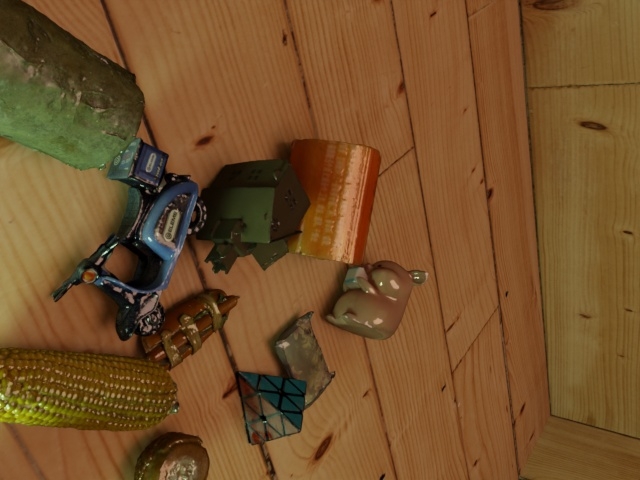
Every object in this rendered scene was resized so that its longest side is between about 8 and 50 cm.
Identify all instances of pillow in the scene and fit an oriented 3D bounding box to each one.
[{"bbox_3d":[-0.045,0.322,1.701,0.169,0.059,0.255,-39,124,-36],"label":"pillow"}]

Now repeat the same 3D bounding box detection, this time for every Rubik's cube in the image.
[{"bbox_3d":[-0.105,0.416,1.607,0.178,0.211,0.191,-24,150,-48],"label":"Rubik's cube"}]

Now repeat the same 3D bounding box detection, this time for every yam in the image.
[{"bbox_3d":[-0.441,-0.242,0.974,0.300,0.195,0.195,29,73,-52],"label":"yam"}]

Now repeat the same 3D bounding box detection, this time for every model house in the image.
[{"bbox_3d":[-0.154,-0.019,1.365,0.204,0.211,0.243,58,47,-38],"label":"model house"}]

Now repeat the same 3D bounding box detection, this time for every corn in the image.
[{"bbox_3d":[-0.422,0.265,1.134,0.387,0.143,0.144,22,79,-47],"label":"corn"}]

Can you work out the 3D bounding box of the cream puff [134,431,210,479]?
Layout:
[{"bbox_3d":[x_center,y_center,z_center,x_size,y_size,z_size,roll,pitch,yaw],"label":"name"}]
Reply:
[{"bbox_3d":[-0.314,0.476,1.327,0.165,0.115,0.150,22,71,-43],"label":"cream puff"}]

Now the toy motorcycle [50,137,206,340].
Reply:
[{"bbox_3d":[-0.348,0.007,1.202,0.212,0.125,0.359,26,73,-43],"label":"toy motorcycle"}]

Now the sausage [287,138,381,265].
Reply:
[{"bbox_3d":[0.017,-0.095,1.573,0.233,0.233,0.287,14,87,-53],"label":"sausage"}]

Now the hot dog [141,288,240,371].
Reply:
[{"bbox_3d":[-0.276,0.183,1.363,0.269,0.072,0.109,-37,127,-42],"label":"hot dog"}]

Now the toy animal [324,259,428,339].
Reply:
[{"bbox_3d":[0.150,0.165,1.844,0.213,0.195,0.256,37,64,-25],"label":"toy animal"}]
